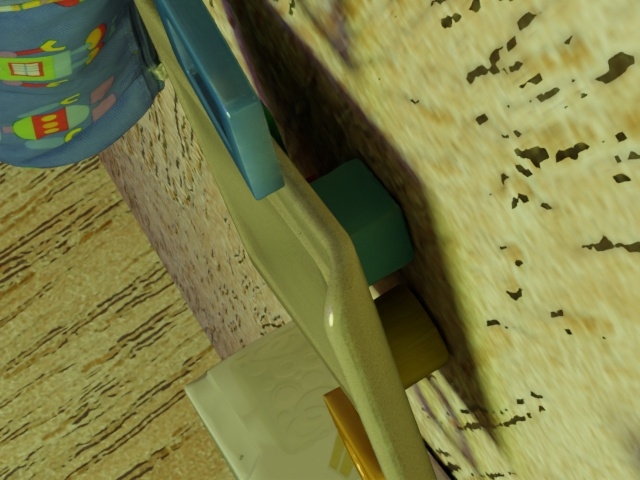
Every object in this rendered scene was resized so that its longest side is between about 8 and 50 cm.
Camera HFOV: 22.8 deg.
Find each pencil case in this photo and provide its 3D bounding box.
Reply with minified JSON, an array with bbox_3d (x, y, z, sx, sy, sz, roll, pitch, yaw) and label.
[{"bbox_3d":[-0.133,-0.118,0.724,0.306,0.133,0.119,110,164,-79],"label":"pencil case"}]

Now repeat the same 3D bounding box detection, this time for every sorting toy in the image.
[{"bbox_3d":[0.000,0.000,0.618,0.196,0.047,0.347,58,173,38],"label":"sorting toy"}]

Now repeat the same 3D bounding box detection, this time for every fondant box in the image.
[{"bbox_3d":[0.059,0.233,0.931,0.238,0.096,0.330,49,168,52],"label":"fondant box"}]
